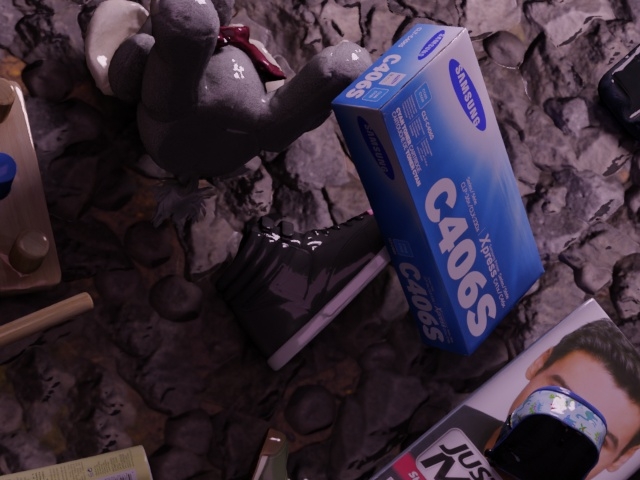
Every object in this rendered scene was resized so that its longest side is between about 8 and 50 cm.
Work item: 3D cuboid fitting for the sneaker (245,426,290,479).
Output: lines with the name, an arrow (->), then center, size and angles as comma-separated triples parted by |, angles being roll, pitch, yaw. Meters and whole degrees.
sneaker -> -0.053, 0.310, 1.703 | 0.086, 0.064, 0.192 | 21, 73, -5

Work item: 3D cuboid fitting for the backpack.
backpack -> 0.252, 0.209, 1.660 | 0.105, 0.114, 0.084 | 31, 47, 1

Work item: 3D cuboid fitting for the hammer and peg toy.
hammer and peg toy -> -0.413, 0.000, 1.685 | 0.266, 0.127, 0.361 | -9, 73, -24

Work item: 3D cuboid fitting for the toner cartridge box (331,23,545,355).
toner cartridge box -> 0.140, -0.054, 1.747 | 0.165, 0.075, 0.348 | -46, 129, -31

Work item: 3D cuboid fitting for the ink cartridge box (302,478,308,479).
ink cartridge box -> -0.069, 0.441, 1.582 | 0.207, 0.119, 0.353 | 44, 81, 4

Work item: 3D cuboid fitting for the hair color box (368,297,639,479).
hair color box -> 0.224, 0.254, 1.761 | 0.374, 0.113, 0.185 | -37, 82, -23

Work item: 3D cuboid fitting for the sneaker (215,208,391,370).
sneaker -> 0.000, 0.000, 1.802 | 0.147, 0.104, 0.296 | 45, 71, 0

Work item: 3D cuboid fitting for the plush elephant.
plush elephant -> -0.131, -0.208, 1.778 | 0.272, 0.330, 0.255 | 9, 48, -27

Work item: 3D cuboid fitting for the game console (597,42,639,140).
game console -> 0.499, -0.276, 2.057 | 0.361, 0.044, 0.213 | -40, 82, -23

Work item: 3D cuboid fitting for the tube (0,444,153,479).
tube -> -0.301, 0.279, 1.663 | 0.240, 0.062, 0.070 | -14, 31, -13
